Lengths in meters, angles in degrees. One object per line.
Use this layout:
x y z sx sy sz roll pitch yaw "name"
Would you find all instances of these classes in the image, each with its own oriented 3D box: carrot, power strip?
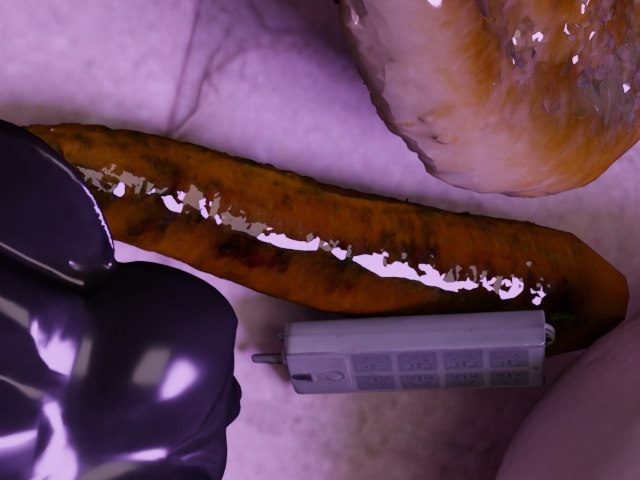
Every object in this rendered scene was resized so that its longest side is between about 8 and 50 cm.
0.000 0.000 0.757 0.314 0.066 0.066 14 91 -28 "carrot"
0.037 0.051 0.769 0.136 0.051 0.019 -3 63 4 "power strip"

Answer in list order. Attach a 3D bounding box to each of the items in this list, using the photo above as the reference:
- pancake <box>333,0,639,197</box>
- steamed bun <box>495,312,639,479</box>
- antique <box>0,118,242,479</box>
0.112 -0.202 0.697 0.387 0.082 0.387 -25 122 -50 "pancake"
0.193 0.149 0.815 0.283 0.177 0.283 -7 104 -29 "steamed bun"
-0.181 0.041 0.565 0.322 0.255 0.185 4 93 -30 "antique"
